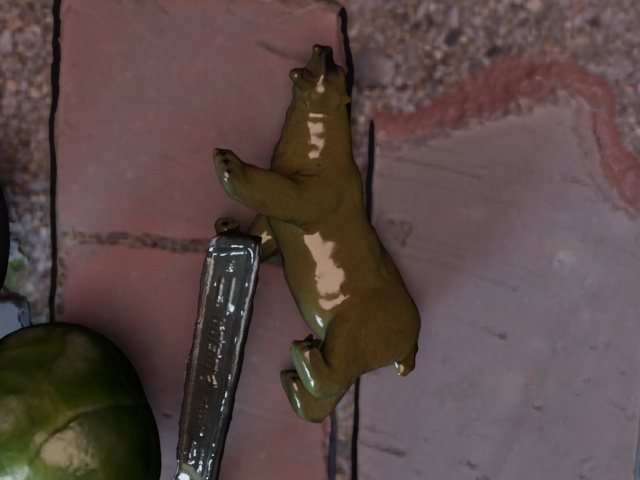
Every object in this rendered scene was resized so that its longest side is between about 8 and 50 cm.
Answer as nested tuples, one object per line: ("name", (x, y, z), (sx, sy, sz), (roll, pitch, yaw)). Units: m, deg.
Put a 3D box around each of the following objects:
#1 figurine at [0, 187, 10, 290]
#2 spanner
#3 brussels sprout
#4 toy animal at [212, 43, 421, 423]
("figurine", (-0.315, -0.007, 0.844), (0.265, 0.175, 0.197), (21, 96, -9))
("spanner", (-0.072, 0.136, 0.880), (0.093, 0.026, 0.325), (25, 122, 23))
("brussels sprout", (-0.164, 0.122, 0.871), (0.155, 0.117, 0.155), (3, 94, 38))
("toy animal", (0.000, 0.000, 0.873), (0.101, 0.103, 0.219), (-24, 97, -12))
